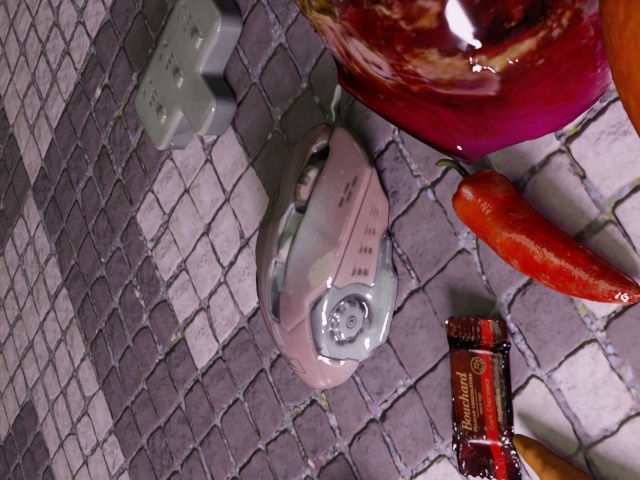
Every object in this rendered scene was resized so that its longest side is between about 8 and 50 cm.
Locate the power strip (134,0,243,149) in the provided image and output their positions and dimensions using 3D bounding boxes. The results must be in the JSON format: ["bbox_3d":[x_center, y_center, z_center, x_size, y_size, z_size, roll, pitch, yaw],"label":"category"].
[{"bbox_3d":[-0.192,-0.242,1.334,0.193,0.059,0.265,58,132,30],"label":"power strip"}]

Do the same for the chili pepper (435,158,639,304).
[{"bbox_3d":[0.202,-0.009,0.877,0.272,0.063,0.071,44,138,36],"label":"chili pepper"}]

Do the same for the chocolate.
[{"bbox_3d":[0.175,0.170,0.947,0.086,0.028,0.182,-6,90,43],"label":"chocolate"}]

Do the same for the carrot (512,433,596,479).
[{"bbox_3d":[0.289,0.275,0.790,0.336,0.069,0.069,34,118,47],"label":"carrot"}]

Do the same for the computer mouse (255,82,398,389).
[{"bbox_3d":[-0.005,0.002,1.086,0.199,0.115,0.389,15,105,46],"label":"computer mouse"}]

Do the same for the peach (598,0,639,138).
[{"bbox_3d":[0.344,-0.147,0.514,0.372,0.373,0.289,-43,28,43],"label":"peach"}]

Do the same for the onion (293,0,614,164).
[{"bbox_3d":[0.152,-0.306,0.759,0.420,0.398,0.398,-41,51,-5],"label":"onion"}]
